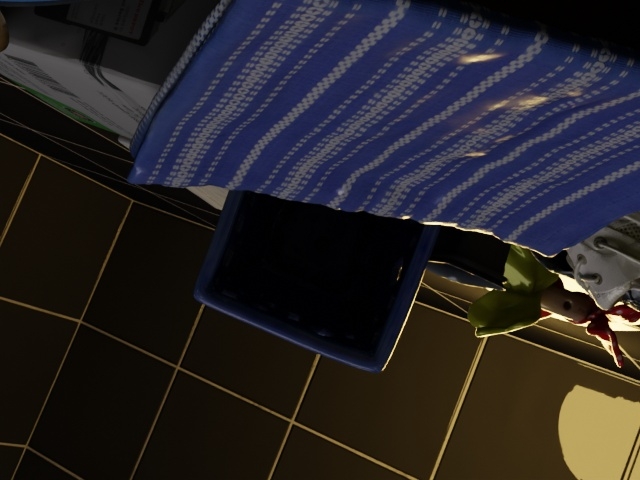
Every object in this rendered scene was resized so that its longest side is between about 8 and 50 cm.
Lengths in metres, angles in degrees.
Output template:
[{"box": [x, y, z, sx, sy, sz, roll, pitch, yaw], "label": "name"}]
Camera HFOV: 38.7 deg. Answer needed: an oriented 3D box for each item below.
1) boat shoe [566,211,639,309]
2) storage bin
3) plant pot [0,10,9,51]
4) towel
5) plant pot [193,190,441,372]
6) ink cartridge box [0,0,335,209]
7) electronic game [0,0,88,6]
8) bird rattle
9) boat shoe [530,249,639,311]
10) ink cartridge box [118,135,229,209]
[{"box": [0.275, 0.017, 0.842, 0.277, 0.096, 0.098, 21, 178, 20], "label": "boat shoe"}, {"box": [0.182, 0.003, 1.091, 0.098, 0.091, 0.135, 24, 175, -17], "label": "storage bin"}, {"box": [-0.292, -0.182, 0.534, 0.236, 0.032, 0.236, 31, 163, 10], "label": "plant pot"}, {"box": [0.076, -0.054, 0.530, 0.336, 0.040, 0.243, 8, 162, -23], "label": "towel"}, {"box": [0.000, 0.000, 1.097, 0.236, 0.235, 0.212, 22, 180, -2], "label": "plant pot"}, {"box": [-0.114, -0.143, 0.697, 0.289, 0.121, 0.211, 20, 173, 22], "label": "ink cartridge box"}, {"box": [-0.107, -0.159, 0.399, 0.229, 0.048, 0.229, -14, 173, -2], "label": "electronic game"}, {"box": [0.328, 0.074, 1.290, 0.254, 0.143, 0.207, 10, -171, -16], "label": "bird rattle"}, {"box": [0.295, 0.032, 0.917, 0.083, 0.065, 0.183, 7, -166, -39], "label": "boat shoe"}, {"box": [-0.105, -0.085, 1.460, 0.330, 0.071, 0.324, 19, 170, 26], "label": "ink cartridge box"}]
